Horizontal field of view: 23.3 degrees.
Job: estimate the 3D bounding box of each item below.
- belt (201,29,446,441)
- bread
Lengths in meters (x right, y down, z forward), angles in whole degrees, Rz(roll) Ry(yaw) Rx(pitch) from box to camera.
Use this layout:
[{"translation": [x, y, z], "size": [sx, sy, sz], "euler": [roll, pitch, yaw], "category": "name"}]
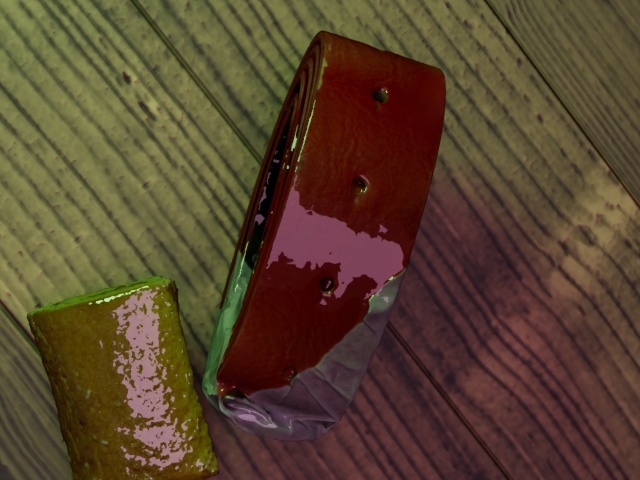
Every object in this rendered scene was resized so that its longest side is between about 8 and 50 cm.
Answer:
[{"translation": [0.000, 0.000, 1.247], "size": [0.115, 0.227, 0.323], "euler": [18, 86, -8], "category": "belt"}, {"translation": [-0.158, 0.123, 1.278], "size": [0.132, 0.103, 0.172], "euler": [-15, 94, 6], "category": "bread"}]
